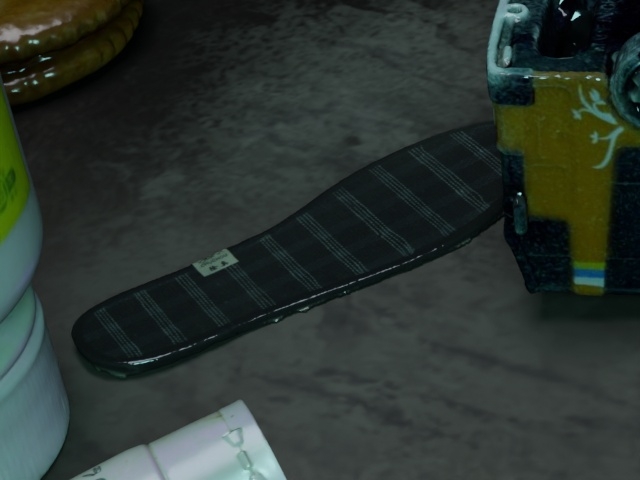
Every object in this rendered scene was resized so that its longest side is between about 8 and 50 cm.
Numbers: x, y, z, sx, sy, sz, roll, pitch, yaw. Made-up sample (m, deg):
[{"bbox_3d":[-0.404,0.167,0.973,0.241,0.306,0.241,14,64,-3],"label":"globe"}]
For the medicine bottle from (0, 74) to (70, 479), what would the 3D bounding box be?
[{"bbox_3d":[-0.252,-0.045,0.947,0.214,0.378,0.213,-8,34,5],"label":"medicine bottle"}]

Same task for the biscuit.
[{"bbox_3d":[-0.229,-0.165,1.407,0.221,0.066,0.220,-5,33,3],"label":"biscuit"}]

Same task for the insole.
[{"bbox_3d":[0.000,0.000,1.137,0.309,0.012,0.110,-24,37,-19],"label":"insole"}]

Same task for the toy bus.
[{"bbox_3d":[0.229,-0.059,1.017,0.275,0.167,0.138,2,36,13],"label":"toy bus"}]

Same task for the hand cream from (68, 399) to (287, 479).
[{"bbox_3d":[-0.159,0.174,0.899,0.312,0.070,0.111,-26,37,-7],"label":"hand cream"}]
